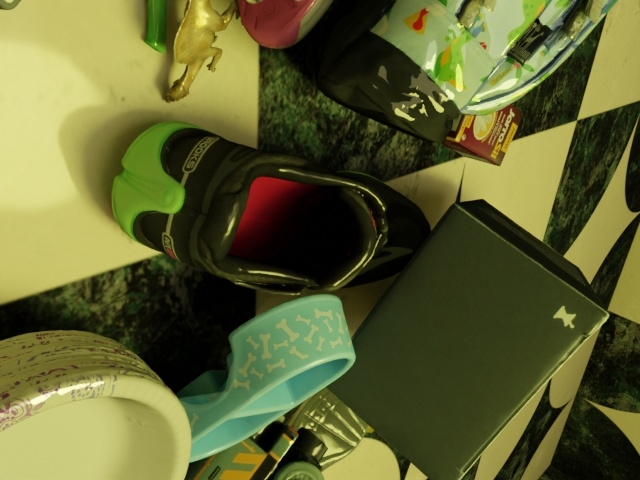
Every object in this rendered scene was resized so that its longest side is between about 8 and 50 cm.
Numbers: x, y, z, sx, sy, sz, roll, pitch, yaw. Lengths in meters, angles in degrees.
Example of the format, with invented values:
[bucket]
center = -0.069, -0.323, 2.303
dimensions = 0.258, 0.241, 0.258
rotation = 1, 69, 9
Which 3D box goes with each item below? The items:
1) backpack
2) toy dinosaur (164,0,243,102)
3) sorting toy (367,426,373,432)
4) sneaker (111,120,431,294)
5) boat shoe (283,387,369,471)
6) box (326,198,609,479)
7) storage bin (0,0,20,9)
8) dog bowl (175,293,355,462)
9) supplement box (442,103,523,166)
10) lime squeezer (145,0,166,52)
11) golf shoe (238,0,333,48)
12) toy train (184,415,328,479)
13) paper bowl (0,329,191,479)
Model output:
[backpack]
center = 0.166, -0.269, 0.541
dimensions = 0.290, 0.273, 0.355
rotation = -88, -158, -77
[toy dinosaur]
center = -0.108, -0.204, 0.494
dimensions = 0.092, 0.053, 0.183
rotation = -56, 169, -42
[sorting toy]
center = 0.198, 0.320, 1.189
dimensions = 0.307, 0.041, 0.229
rotation = -35, 134, -30
[sneaker]
center = 0.000, 0.000, 0.648
dimensions = 0.483, 0.202, 0.185
rotation = 5, 109, -49
[boat shoe]
center = -0.031, 0.347, 0.914
dimensions = 0.118, 0.103, 0.320
rotation = 47, 66, -9
[box]
center = 0.220, 0.115, 0.810
dimensions = 0.293, 0.212, 0.395
rotation = -55, 166, 16
[storage bin]
center = -0.218, -0.223, 0.364
dimensions = 0.135, 0.091, 0.098
rotation = -55, 141, -9
[dog bowl]
center = -0.083, 0.176, 0.654
dimensions = 0.297, 0.074, 0.166
rotation = -37, 154, 19
[supplement box]
center = 0.254, -0.201, 0.909
dimensions = 0.188, 0.081, 0.104
rotation = 10, 104, -51
[lime squeezer]
center = -0.103, -0.325, 0.458
dimensions = 0.110, 0.059, 0.310
rotation = 22, 94, -51
[golf shoe]
center = 0.017, -0.313, 0.534
dimensions = 0.306, 0.115, 0.140
rotation = -69, 158, -6
[toy train]
center = -0.137, 0.377, 0.741
dimensions = 0.334, 0.190, 0.142
rotation = -50, -179, -20
[paper bowl]
center = -0.279, 0.216, 0.511
dimensions = 0.284, 0.148, 0.284
rotation = -26, 129, -37
